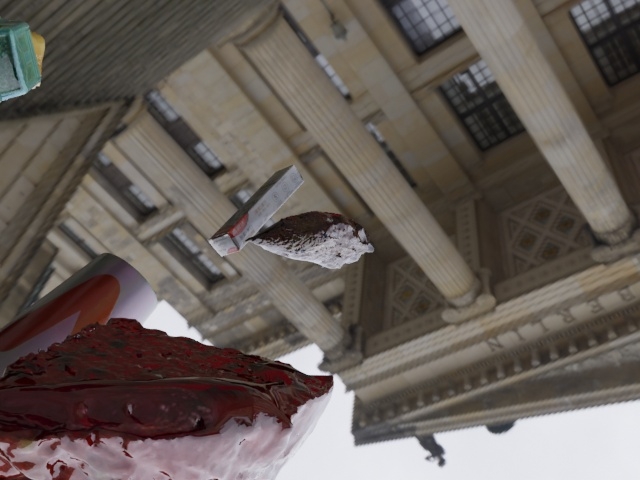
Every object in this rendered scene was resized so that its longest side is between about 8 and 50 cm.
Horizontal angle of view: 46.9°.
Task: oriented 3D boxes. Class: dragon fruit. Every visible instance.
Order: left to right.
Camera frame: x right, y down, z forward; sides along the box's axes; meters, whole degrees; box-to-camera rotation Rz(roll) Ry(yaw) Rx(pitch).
[{"bbox_3d":[-0.195,0.161,0.624,0.302,0.330,0.240,-47,-117,7],"label":"dragon fruit"}]

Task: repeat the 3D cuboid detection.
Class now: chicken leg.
[{"bbox_3d":[0.000,0.000,1.058,0.105,0.234,0.063,-37,-116,23],"label":"chicken leg"}]

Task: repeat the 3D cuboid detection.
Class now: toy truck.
[{"bbox_3d":[-0.576,-0.299,1.242,0.156,0.155,0.279,-8,-158,-6],"label":"toy truck"}]

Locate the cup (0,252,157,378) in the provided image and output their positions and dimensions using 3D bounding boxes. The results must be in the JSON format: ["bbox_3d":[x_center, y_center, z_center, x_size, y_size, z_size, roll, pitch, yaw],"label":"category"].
[{"bbox_3d":[-0.407,0.161,1.184,0.203,0.203,0.288,-7,-146,48],"label":"cup"}]

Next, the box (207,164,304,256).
[{"bbox_3d":[-0.106,-0.054,1.265,0.055,0.039,0.218,-17,-155,42],"label":"box"}]

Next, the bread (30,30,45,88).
[{"bbox_3d":[-0.641,-0.378,1.519,0.173,0.085,0.134,-55,156,-85],"label":"bread"}]
